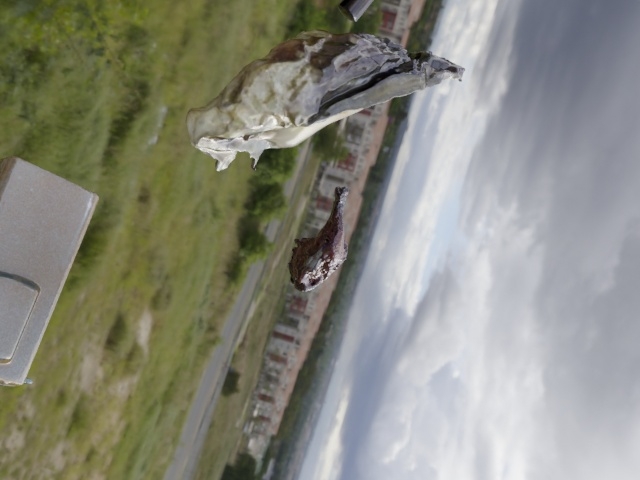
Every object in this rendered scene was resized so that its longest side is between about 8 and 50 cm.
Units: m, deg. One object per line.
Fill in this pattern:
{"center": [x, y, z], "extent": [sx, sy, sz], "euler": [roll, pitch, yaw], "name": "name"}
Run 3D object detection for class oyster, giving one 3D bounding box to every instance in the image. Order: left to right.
{"center": [0.010, -0.156, 0.719], "extent": [0.271, 0.275, 0.100], "euler": [-86, 152, -86], "name": "oyster"}

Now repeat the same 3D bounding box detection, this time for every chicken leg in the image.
{"center": [0.003, 0.006, 1.197], "extent": [0.053, 0.093, 0.205], "euler": [-4, 144, -52], "name": "chicken leg"}

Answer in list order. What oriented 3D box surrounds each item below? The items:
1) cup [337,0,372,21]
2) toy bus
{"center": [0.016, -0.484, 1.142], "extent": [0.239, 0.177, 0.166], "euler": [63, -3, -34], "name": "cup"}
{"center": [-0.261, 0.029, 0.590], "extent": [0.103, 0.091, 0.182], "euler": [1, -112, 51], "name": "toy bus"}
